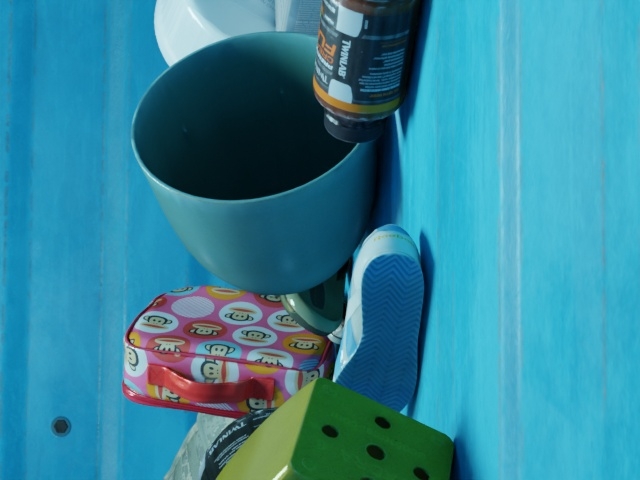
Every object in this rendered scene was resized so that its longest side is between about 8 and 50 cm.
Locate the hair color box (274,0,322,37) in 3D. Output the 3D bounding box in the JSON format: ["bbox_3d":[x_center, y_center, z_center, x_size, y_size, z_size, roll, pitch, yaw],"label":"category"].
[{"bbox_3d":[0.012,-0.383,1.798,0.374,0.113,0.185,105,164,-66],"label":"hair color box"}]

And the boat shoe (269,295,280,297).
[{"bbox_3d":[-0.051,0.052,2.252,0.335,0.112,0.096,128,138,-84],"label":"boat shoe"}]

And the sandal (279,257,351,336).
[{"bbox_3d":[0.001,0.001,1.945,0.086,0.120,0.303,-49,33,33],"label":"sandal"}]

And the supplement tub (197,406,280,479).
[{"bbox_3d":[-0.031,0.344,1.638,0.338,0.207,0.207,-119,30,-71],"label":"supplement tub"}]

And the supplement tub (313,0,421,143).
[{"bbox_3d":[0.047,-0.202,1.521,0.106,0.106,0.198,-97,11,-49],"label":"supplement tub"}]

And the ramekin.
[{"bbox_3d":[-0.094,-0.338,2.041,0.135,0.277,0.277,122,149,-63],"label":"ramekin"}]

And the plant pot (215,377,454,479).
[{"bbox_3d":[0.013,0.254,1.278,0.212,0.212,0.187,-70,6,-60],"label":"plant pot"}]

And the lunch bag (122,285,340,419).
[{"bbox_3d":[-0.123,0.164,1.966,0.258,0.293,0.120,-58,-26,-68],"label":"lunch bag"}]

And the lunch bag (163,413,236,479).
[{"bbox_3d":[-0.107,0.362,2.164,0.287,0.168,0.235,-60,36,30],"label":"lunch bag"}]

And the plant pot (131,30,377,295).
[{"bbox_3d":[-0.061,-0.073,1.740,0.235,0.293,0.293,77,-175,-47],"label":"plant pot"}]

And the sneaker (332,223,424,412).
[{"bbox_3d":[0.064,0.094,1.483,0.092,0.087,0.229,-88,9,-61],"label":"sneaker"}]

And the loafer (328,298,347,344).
[{"bbox_3d":[0.023,0.093,1.962,0.125,0.045,0.039,-110,38,-53],"label":"loafer"}]
